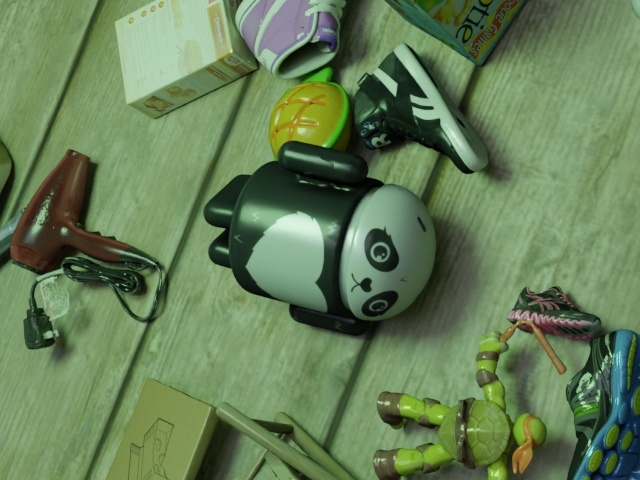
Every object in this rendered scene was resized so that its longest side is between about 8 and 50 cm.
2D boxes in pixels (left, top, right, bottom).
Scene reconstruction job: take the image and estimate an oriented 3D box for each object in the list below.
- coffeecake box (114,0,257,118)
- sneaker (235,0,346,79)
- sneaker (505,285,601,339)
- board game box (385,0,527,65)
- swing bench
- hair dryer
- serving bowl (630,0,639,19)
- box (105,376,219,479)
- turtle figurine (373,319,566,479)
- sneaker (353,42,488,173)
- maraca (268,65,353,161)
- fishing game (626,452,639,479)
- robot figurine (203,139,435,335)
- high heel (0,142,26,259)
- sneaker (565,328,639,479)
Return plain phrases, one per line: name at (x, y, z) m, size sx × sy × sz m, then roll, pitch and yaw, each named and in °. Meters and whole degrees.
coffeecake box at (-0.194, -0.279, 1.669) m, size 0.185 × 0.068 × 0.142 m, roll -22°, pitch 66°, yaw 24°
sneaker at (0.017, -0.331, 1.533) m, size 0.282 × 0.102 × 0.161 m, roll -50°, pitch 46°, yaw 21°
sneaker at (0.264, 0.076, 1.306) m, size 0.119 × 0.047 × 0.057 m, roll 7°, pitch 64°, yaw 46°
board game box at (0.127, -0.343, 1.374) m, size 0.144 × 0.275 × 0.142 m, roll 39°, pitch 97°, yaw 33°
swing bench at (-0.055, 0.365, 1.351) m, size 0.255 × 0.165 × 0.253 m, roll 35°, pitch 94°, yaw 28°
hair dryer at (-0.342, 0.004, 1.689) m, size 0.224 × 0.080 × 0.293 m, roll -19°, pitch 72°, yaw 8°
serving bowl at (0.397, -0.290, 1.349) m, size 0.083 × 0.027 × 0.083 m, roll -10°, pitch 70°, yaw 28°
box at (-0.214, 0.290, 1.510) m, size 0.164 × 0.021 × 0.201 m, roll 12°, pitch 78°, yaw 51°
turtle figurine at (0.164, 0.229, 1.298) m, size 0.217 × 0.087 × 0.269 m, roll -10°, pitch 80°, yaw 33°
sneaker at (0.114, -0.134, 1.447) m, size 0.121 × 0.079 × 0.217 m, roll -41°, pitch 51°, yaw 18°
maraca at (-0.016, -0.159, 1.517) m, size 0.127 × 0.099 × 0.185 m, roll -36°, pitch 36°, yaw 17°
fishing game at (0.381, 0.280, 1.188) m, size 0.264 × 0.041 × 0.189 m, roll -42°, pitch 57°, yaw 14°
robot figurine at (-0.001, 0.000, 1.401) m, size 0.278 × 0.209 × 0.173 m, roll 13°, pitch 75°, yaw 23°
high heel at (-0.558, -0.067, 1.803) m, size 0.186 × 0.093 × 0.261 m, roll -36°, pitch 70°, yaw 10°
sneaker at (0.300, 0.186, 1.249) m, size 0.078 × 0.067 × 0.188 m, roll -9°, pitch 59°, yaw 55°
